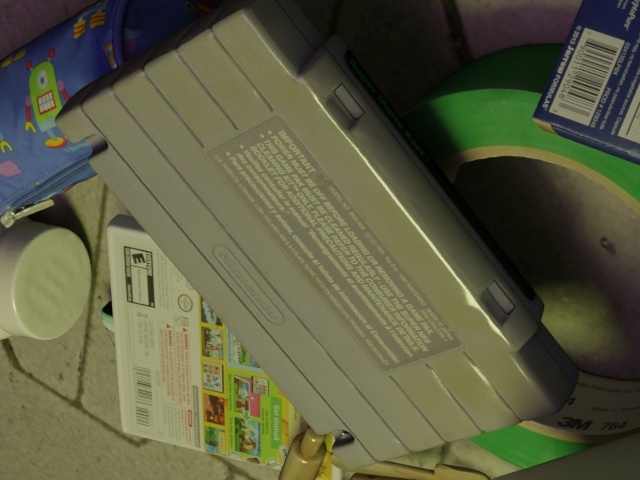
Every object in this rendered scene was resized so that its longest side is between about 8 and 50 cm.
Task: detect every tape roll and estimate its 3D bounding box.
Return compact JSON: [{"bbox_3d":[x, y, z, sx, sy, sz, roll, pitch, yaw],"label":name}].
[{"bbox_3d":[0.172,0.023,1.228,0.321,0.077,0.321,20,130,27],"label":"tape roll"}]

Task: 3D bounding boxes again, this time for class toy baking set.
[{"bbox_3d":[0.061,0.208,1.436,0.197,0.030,0.256,20,151,6],"label":"toy baking set"}]

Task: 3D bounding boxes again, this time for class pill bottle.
[{"bbox_3d":[-0.322,0.025,1.579,0.221,0.121,0.121,9,124,33],"label":"pill bottle"}]

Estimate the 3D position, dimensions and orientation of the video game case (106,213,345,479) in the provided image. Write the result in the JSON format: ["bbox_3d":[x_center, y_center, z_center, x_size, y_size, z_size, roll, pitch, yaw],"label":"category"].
[{"bbox_3d":[-0.076,0.093,1.475,0.206,0.026,0.227,12,126,15],"label":"video game case"}]

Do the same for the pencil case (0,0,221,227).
[{"bbox_3d":[-0.197,-0.104,1.391,0.306,0.119,0.133,-22,75,45],"label":"pencil case"}]

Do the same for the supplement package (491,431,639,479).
[{"bbox_3d":[0.259,0.213,1.090,0.293,0.175,0.177,-20,102,17],"label":"supplement package"}]

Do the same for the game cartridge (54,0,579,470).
[{"bbox_3d":[0.000,0.000,1.226,0.230,0.068,0.355,-24,111,40],"label":"game cartridge"}]

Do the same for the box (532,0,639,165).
[{"bbox_3d":[0.256,-0.094,1.053,0.225,0.036,0.136,23,88,25],"label":"box"}]

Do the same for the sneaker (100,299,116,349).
[{"bbox_3d":[-0.148,0.093,1.556,0.098,0.038,0.069,18,134,33],"label":"sneaker"}]
